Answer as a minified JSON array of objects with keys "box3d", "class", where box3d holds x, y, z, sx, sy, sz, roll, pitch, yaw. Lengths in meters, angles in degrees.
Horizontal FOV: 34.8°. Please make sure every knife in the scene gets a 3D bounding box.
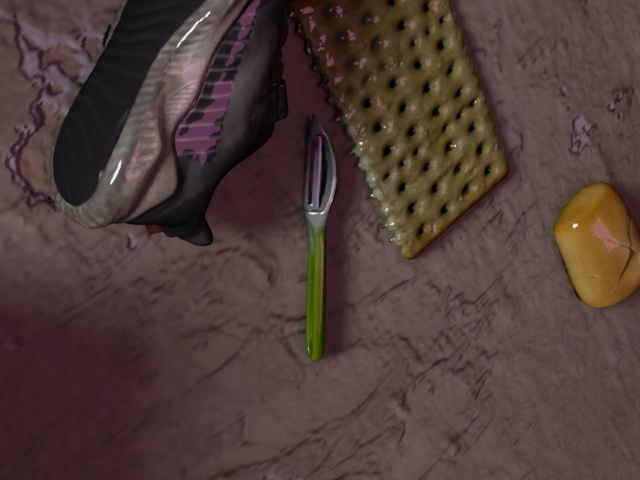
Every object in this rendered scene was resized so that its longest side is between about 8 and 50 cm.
[{"box3d":[0.000,0.000,0.744,0.026,0.022,0.184,0,103,-10],"class":"knife"}]

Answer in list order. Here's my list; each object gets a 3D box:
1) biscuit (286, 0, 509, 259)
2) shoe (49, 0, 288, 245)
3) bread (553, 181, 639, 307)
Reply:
[{"box3d":[0.068,-0.108,0.774,0.139,0.016,0.231,-40,122,-24],"class":"biscuit"},{"box3d":[-0.071,-0.097,0.627,0.112,0.099,0.227,36,83,-44],"class":"shoe"},{"box3d":[0.259,0.007,0.919,0.082,0.056,0.115,-38,121,-25],"class":"bread"}]
